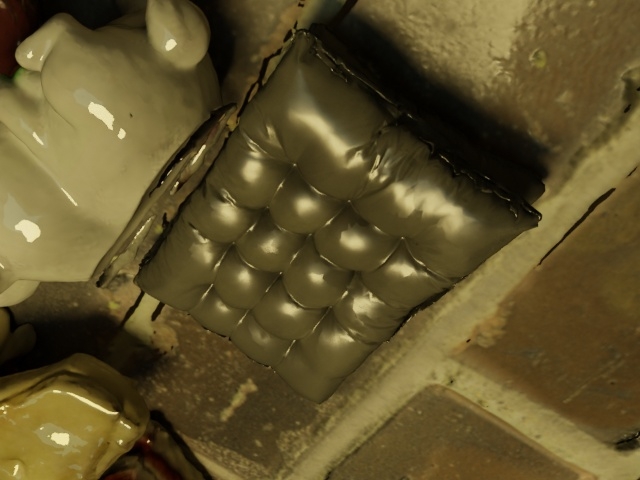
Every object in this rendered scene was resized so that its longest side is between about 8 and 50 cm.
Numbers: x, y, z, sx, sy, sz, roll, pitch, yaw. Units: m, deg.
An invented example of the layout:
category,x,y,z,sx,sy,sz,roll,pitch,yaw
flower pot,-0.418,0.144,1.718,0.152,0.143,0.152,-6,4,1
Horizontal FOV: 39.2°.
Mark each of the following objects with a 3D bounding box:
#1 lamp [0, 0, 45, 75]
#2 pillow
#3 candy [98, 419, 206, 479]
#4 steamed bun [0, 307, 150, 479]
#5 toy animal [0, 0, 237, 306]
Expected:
category,x,y,z,sx,sy,sz,roll,pitch,yaw
lamp,-0.292,-0.173,0.677,0.157,0.135,0.156,41,128,-13
pillow,0.000,0.000,0.752,0.228,0.101,0.326,35,128,-7
candy,-0.286,0.334,1.086,0.320,0.135,0.179,-16,121,30
steamed bun,-0.399,0.205,0.965,0.428,0.189,0.247,-39,115,15
toy animal,-0.199,-0.049,0.689,0.154,0.208,0.325,40,92,-1
